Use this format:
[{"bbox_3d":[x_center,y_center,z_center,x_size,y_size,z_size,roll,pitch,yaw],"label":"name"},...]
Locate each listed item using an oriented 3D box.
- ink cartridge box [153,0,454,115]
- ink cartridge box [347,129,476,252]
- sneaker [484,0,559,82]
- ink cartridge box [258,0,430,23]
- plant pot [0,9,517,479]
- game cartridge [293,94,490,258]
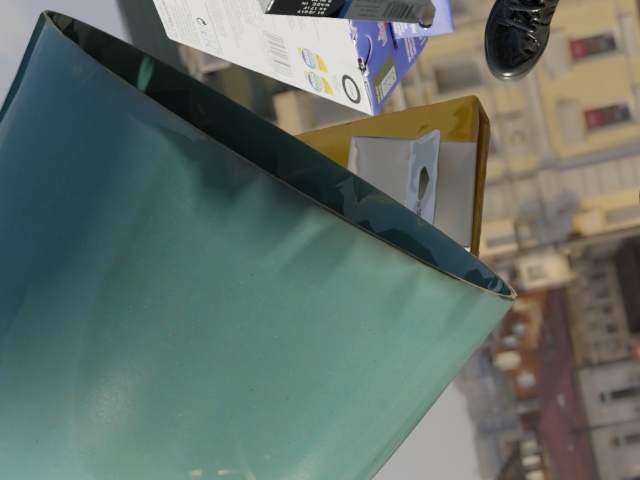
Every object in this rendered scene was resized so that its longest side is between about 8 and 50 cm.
[{"bbox_3d":[-0.029,-0.323,2.038,0.151,0.395,0.270,-55,-27,-22],"label":"ink cartridge box"},{"bbox_3d":[0.061,-0.006,1.153,0.143,0.090,0.092,88,-173,-56],"label":"ink cartridge box"},{"bbox_3d":[0.164,-0.207,1.232,0.170,0.051,0.089,-66,-12,-1],"label":"sneaker"},{"bbox_3d":[-0.016,-0.347,1.562,0.065,0.165,0.332,119,142,-47],"label":"ink cartridge box"},{"bbox_3d":[-0.081,0.050,0.885,0.235,0.293,0.293,-58,-7,7],"label":"plant pot"},{"bbox_3d":[0.000,0.000,1.588,0.052,0.324,0.285,57,-149,-39],"label":"game cartridge"}]
